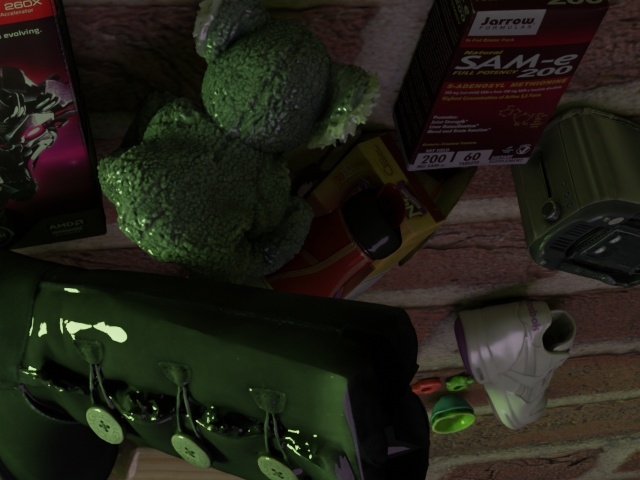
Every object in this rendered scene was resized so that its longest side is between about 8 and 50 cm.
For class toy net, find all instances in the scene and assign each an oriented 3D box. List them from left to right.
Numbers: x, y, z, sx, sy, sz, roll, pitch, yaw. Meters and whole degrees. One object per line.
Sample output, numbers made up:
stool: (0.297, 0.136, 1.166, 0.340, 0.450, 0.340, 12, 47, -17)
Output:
toy net: (0.114, 0.254, 2.007, 0.232, 0.045, 0.122, -10, 151, -6)

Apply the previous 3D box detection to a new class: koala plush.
koala plush: (-0.065, -0.092, 1.159, 0.221, 0.196, 0.203, -51, 178, 17)

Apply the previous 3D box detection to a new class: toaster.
toaster: (0.303, -0.045, 1.447, 0.227, 0.146, 0.129, 12, 143, -37)

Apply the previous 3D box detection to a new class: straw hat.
straw hat: (0.099, -0.044, 1.443, 0.061, 0.144, 0.144, 38, 137, -4)

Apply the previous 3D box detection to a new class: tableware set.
tableware set: (-0.057, -0.071, 1.367, 0.128, 0.039, 0.194, -10, 159, -30)

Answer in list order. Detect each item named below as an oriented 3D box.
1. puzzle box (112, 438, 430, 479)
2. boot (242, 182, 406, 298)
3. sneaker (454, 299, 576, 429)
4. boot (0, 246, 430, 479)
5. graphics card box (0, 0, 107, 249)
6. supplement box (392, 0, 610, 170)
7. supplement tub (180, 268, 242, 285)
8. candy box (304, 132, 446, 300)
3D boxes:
puzzle box: (-0.102, 0.202, 1.614, 0.409, 0.272, 0.052, 11, 110, -36)
boot: (0.000, 0.000, 1.358, 0.176, 0.244, 0.088, -40, 108, -1)
sneaker: (0.285, 0.168, 1.852, 0.152, 0.114, 0.305, -19, 151, 12)
boot: (-0.111, 0.160, 1.202, 0.445, 0.146, 0.367, 7, 145, 23)
graphics card box: (-0.313, -0.112, 1.128, 0.232, 0.094, 0.371, -9, 152, -8)
supplement box: (0.159, -0.161, 1.258, 0.130, 0.073, 0.239, -5, 149, -14)
supplement tub: (-0.092, 0.114, 1.513, 0.106, 0.198, 0.106, -9, 150, -5)
candy box: (0.036, -0.014, 1.409, 0.053, 0.109, 0.186, -23, 166, -42)
